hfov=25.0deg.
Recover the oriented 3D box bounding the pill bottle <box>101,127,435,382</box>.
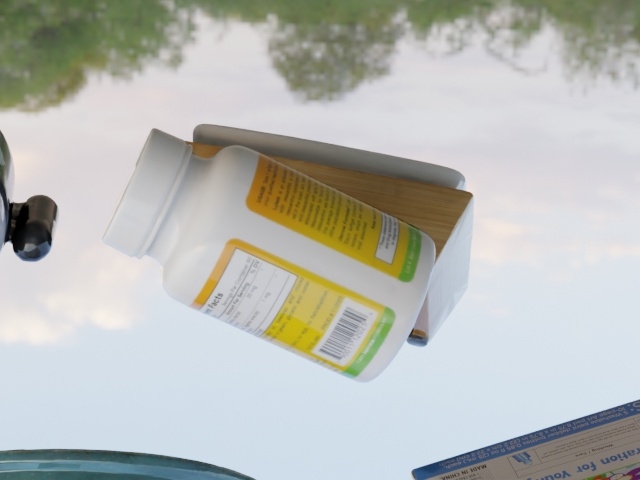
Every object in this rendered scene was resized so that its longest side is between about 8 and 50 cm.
[{"bbox_3d":[-0.044,0.007,1.160,0.245,0.136,0.136,25,-170,-10],"label":"pill bottle"}]

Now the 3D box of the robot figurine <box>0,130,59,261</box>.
[{"bbox_3d":[-0.357,-0.041,1.273,0.209,0.174,0.278,-22,-159,-1],"label":"robot figurine"}]

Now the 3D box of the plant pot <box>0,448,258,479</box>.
[{"bbox_3d":[-0.203,0.366,1.116,0.341,0.334,0.341,0,156,0],"label":"plant pot"}]

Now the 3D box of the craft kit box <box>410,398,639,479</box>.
[{"bbox_3d":[0.210,0.200,0.935,0.249,0.061,0.247,-16,-155,-4],"label":"craft kit box"}]

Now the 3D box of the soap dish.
[{"bbox_3d":[0.000,0.000,1.410,0.290,0.118,0.229,10,158,9],"label":"soap dish"}]
